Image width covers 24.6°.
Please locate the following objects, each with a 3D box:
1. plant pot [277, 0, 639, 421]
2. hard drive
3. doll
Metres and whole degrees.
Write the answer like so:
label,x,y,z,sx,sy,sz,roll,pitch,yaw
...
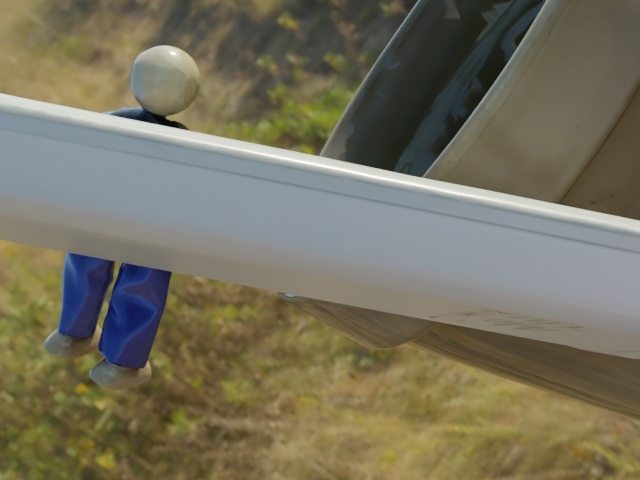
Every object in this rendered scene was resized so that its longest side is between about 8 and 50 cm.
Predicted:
label,x,y,z,sx,sy,sz,roll,pitch,yaw
plant pot,0.176,-0.031,0.862,0.323,0.280,0.323,-54,12,17
hard drive,0.000,0.000,0.558,0.203,0.308,0.040,139,143,-84
doll,-0.107,-0.018,0.801,0.046,0.129,0.189,-18,-49,-55
